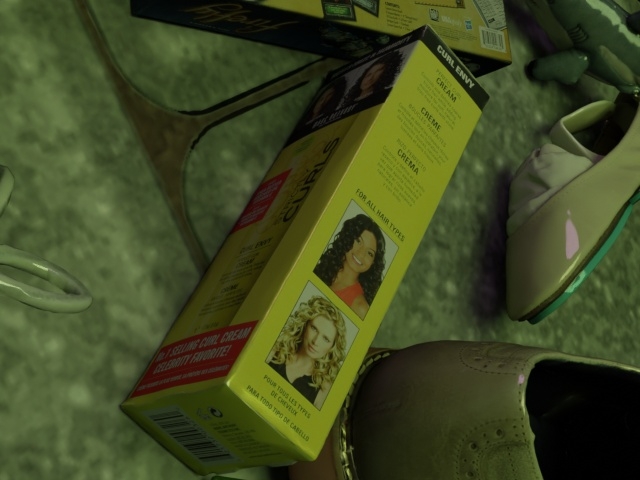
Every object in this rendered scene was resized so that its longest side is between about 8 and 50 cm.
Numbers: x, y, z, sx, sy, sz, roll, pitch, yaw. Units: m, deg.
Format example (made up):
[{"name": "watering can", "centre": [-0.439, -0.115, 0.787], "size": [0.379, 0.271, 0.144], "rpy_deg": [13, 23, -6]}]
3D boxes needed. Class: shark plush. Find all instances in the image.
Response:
[{"name": "shark plush", "centre": [0.204, -0.124, 0.757], "size": [0.161, 0.067, 0.073], "rpy_deg": [32, 57, 14]}]

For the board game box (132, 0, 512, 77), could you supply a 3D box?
[{"name": "board game box", "centre": [0.004, -0.186, 0.646], "size": [0.243, 0.042, 0.165], "rpy_deg": [4, 76, -42]}]

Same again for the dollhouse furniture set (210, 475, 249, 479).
[{"name": "dollhouse furniture set", "centre": [-0.009, 0.180, 0.547], "size": [0.076, 0.059, 0.151], "rpy_deg": [-59, 138, -44]}]

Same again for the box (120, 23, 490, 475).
[{"name": "box", "centre": [0.000, 0.000, 0.563], "size": [0.058, 0.087, 0.232], "rpy_deg": [45, 53, -23]}]

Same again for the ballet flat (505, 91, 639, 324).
[{"name": "ballet flat", "centre": [0.165, -0.035, 0.742], "size": [0.248, 0.086, 0.086], "rpy_deg": [-37, 104, -44]}]

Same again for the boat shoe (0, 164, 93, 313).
[{"name": "boat shoe", "centre": [-0.155, 0.033, 0.358], "size": [0.136, 0.156, 0.367], "rpy_deg": [25, 63, -36]}]

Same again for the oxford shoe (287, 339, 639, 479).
[{"name": "oxford shoe", "centre": [0.169, 0.146, 0.633], "size": [0.397, 0.147, 0.140], "rpy_deg": [20, 63, -40]}]
